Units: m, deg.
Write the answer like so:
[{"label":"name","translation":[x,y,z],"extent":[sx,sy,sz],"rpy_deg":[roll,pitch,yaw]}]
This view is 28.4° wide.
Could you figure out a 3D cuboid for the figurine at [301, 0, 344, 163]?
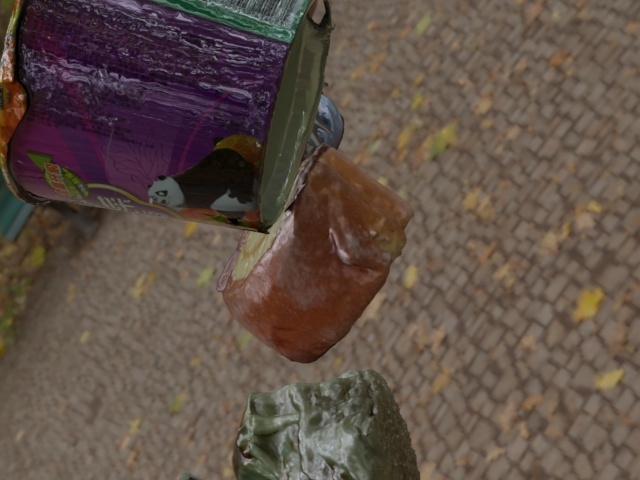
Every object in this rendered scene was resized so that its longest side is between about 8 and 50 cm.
[{"label":"figurine","translation":[-0.113,-0.228,1.645],"extent":[0.277,0.388,0.248],"rpy_deg":[-22,48,2]}]

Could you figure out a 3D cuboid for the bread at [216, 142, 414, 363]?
[{"label":"bread","translation":[-0.006,0.010,1.202],"extent":[0.190,0.123,0.244],"rpy_deg":[-60,7,-18]}]

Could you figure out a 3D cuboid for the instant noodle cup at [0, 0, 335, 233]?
[{"label":"instant noodle cup","translation":[-0.105,-0.123,0.960],"extent":[0.251,0.190,0.251],"rpy_deg":[15,-90,-83]}]

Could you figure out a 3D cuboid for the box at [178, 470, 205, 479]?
[{"label":"box","translation":[-0.102,0.398,1.474],"extent":[0.117,0.225,0.225],"rpy_deg":[-63,0,7]}]

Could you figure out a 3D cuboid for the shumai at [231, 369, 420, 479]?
[{"label":"shumai","translation":[0.011,0.305,1.554],"extent":[0.222,0.225,0.260],"rpy_deg":[-23,57,8]}]
